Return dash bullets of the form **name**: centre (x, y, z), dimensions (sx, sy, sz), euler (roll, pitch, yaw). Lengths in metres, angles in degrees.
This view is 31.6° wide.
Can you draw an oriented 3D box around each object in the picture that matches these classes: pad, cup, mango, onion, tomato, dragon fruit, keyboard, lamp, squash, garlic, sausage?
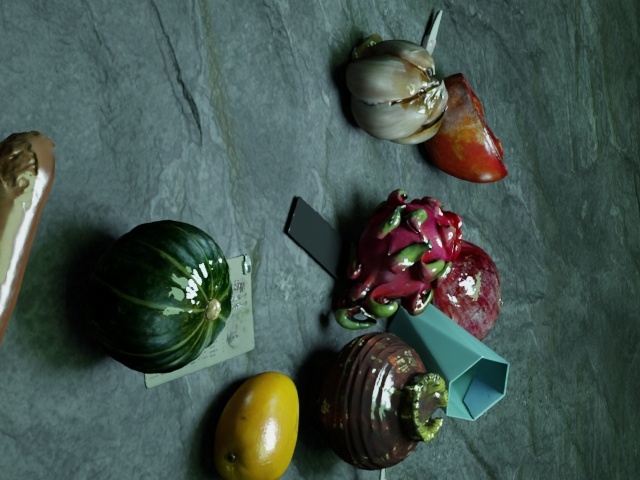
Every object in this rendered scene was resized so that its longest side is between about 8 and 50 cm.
- **pad**: centre (-0.180, 0.117, 1.713), dimensions (0.265, 0.009, 0.159), euler (-14, 104, -55)
- **cup**: centre (0.228, 0.212, 2.124), dimensions (0.134, 0.235, 0.148), euler (-12, 126, -27)
- **mango**: centre (-0.094, 0.289, 1.767), dimensions (0.219, 0.112, 0.145), euler (-67, 142, -48)
- **onion**: centre (0.297, 0.096, 2.340), dimensions (0.283, 0.120, 0.227), euler (49, 47, -45)
- **tomato**: centre (0.276, -0.214, 2.281), dimensions (0.200, 0.140, 0.233), euler (53, 14, -52)
- **dragon fruit**: centre (0.141, 0.044, 2.038), dimensions (0.198, 0.218, 0.272), euler (24, 97, -38)
- **keyboard**: centre (-0.002, 0.000, 1.976), dimensions (0.196, 0.015, 0.074), euler (43, 60, -48)
- **lamp**: centre (0.101, 0.277, 1.951), dimensions (0.247, 0.247, 0.247), euler (-3, 94, -57)
- **squash**: centre (-0.213, 0.075, 1.511), dimensions (0.218, 0.172, 0.218), euler (0, 90, -64)
- **garlic**: centre (0.129, -0.253, 2.045), dimensions (0.160, 0.191, 0.214), euler (-27, 129, -26)
- **sausage**: centre (-0.396, 0.063, 1.305), dimensions (0.094, 0.094, 0.419), euler (33, 64, -48)

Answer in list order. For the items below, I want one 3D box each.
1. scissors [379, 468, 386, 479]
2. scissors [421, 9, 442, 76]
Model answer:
- **scissors**: centre (0.113, 0.491, 2.101), dimensions (0.109, 0.022, 0.300), euler (-28, 129, -52)
- **scissors**: centre (0.217, -0.392, 2.285), dimensions (0.085, 0.022, 0.176), euler (39, 62, -45)
